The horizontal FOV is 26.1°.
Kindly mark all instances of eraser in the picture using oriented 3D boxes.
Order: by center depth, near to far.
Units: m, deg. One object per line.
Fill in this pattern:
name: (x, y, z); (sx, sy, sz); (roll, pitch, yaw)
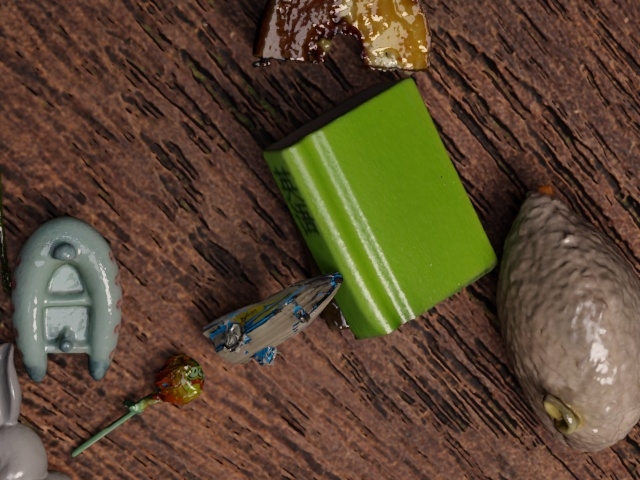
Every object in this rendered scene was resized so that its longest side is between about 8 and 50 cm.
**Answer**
eraser: (0.076, -0.035, 1.690); (0.210, 0.092, 0.274); (-32, 106, -26)

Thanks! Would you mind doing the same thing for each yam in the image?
yam: (0.000, 0.000, 1.726); (0.057, 0.057, 0.241); (-18, 103, -8)

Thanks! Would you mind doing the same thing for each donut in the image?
donut: (0.026, -0.266, 1.666); (0.217, 0.085, 0.141); (7, 99, -13)

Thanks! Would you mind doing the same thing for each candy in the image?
candy: (-0.231, 0.214, 1.730); (0.201, 0.060, 0.060); (-34, 105, 4)

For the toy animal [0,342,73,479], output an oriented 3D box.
toy animal: (-0.392, 0.242, 1.659); (0.103, 0.131, 0.221); (-17, 106, 36)

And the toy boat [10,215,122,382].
toy boat: (-0.307, 0.074, 1.669); (0.134, 0.079, 0.208); (2, 102, -9)

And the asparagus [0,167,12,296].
asparagus: (-0.386, -0.013, 1.669); (0.016, 0.013, 0.166); (-2, 100, 0)

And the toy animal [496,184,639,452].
toy animal: (0.322, 0.106, 1.720); (0.188, 0.226, 0.358); (-21, 104, -7)

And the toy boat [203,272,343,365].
toy boat: (-0.049, 0.091, 1.679); (0.210, 0.066, 0.084); (-33, 136, 31)
